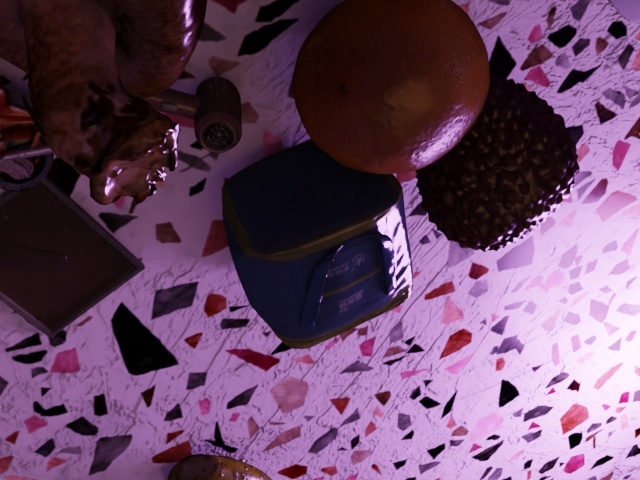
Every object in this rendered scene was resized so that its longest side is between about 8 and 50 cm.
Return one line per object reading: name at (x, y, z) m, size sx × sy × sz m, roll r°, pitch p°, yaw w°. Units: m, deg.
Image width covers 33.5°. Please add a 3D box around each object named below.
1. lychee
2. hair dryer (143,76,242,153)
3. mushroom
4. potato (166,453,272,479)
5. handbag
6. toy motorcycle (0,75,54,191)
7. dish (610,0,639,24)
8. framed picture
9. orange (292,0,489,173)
lychee at (0.250, -0.129, 1.590) m, size 0.272 × 0.271 × 0.271 m, roll -15°, pitch 132°, yaw -18°
hair dryer at (-0.192, -0.178, 1.399) m, size 0.182 × 0.117 × 0.064 m, roll 13°, pitch 123°, yaw -13°
mushroom at (-0.269, -0.235, 1.119) m, size 0.334 × 0.331 × 0.356 m, roll 20°, pitch 84°, yaw -6°
potato at (-0.175, 0.461, 1.923) m, size 0.149 × 0.113 × 0.251 m, roll -44°, pitch 136°, yaw 15°
handbag at (0.000, 0.000, 1.562) m, size 0.263 × 0.222 × 0.241 m, roll -27°, pitch 140°, yaw -10°
toy motorcycle at (-0.436, -0.156, 1.277) m, size 0.298 × 0.089 × 0.171 m, roll 22°, pitch 113°, yaw -40°
dish at (0.590, -0.443, 1.585) m, size 0.324 × 0.124 × 0.324 m, roll -16°, pitch 133°, yaw -18°
framed picture at (-0.390, 0.025, 1.507) m, size 0.184 × 0.016 × 0.250 m, roll -38°, pitch 135°, yaw 4°
orange at (0.098, -0.214, 1.418) m, size 0.264 × 0.264 × 0.264 m, roll -15°, pitch 132°, yaw -18°
